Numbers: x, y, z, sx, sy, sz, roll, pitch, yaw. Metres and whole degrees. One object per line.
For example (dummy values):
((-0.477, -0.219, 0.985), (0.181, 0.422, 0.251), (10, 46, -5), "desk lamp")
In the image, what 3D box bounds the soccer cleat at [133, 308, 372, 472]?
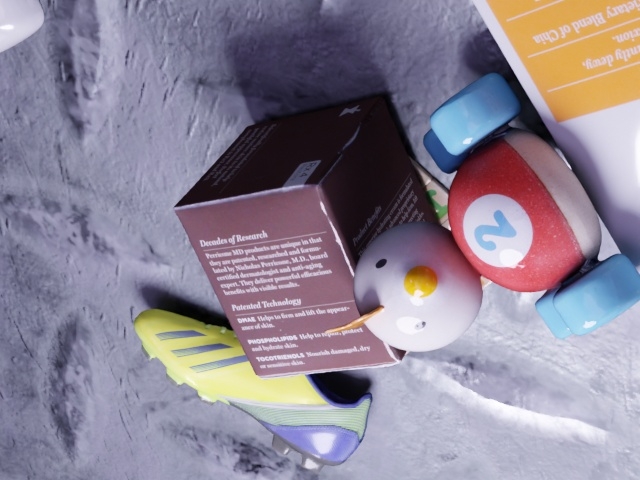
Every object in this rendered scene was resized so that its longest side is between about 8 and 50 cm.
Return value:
((-0.073, 0.142, 1.619), (0.289, 0.093, 0.121), (31, 101, 10), "soccer cleat")

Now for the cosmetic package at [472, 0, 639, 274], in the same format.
((0.336, -0.089, 1.155), (0.230, 0.161, 0.453), (-16, 115, 45), "cosmetic package")

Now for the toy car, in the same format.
((0.109, 0.021, 1.228), (0.238, 0.210, 0.219), (-34, 85, -2), "toy car")

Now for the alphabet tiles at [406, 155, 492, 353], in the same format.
((0.060, 0.015, 1.493), (0.198, 0.009, 0.237), (41, 131, -5), "alphabet tiles")

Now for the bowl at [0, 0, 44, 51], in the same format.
((-0.371, -0.251, 1.498), (0.142, 0.053, 0.142), (-19, 113, 34), "bowl")

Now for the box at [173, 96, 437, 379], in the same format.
((0.000, 0.000, 1.395), (0.167, 0.168, 0.203), (-9, 117, 33), "box")
